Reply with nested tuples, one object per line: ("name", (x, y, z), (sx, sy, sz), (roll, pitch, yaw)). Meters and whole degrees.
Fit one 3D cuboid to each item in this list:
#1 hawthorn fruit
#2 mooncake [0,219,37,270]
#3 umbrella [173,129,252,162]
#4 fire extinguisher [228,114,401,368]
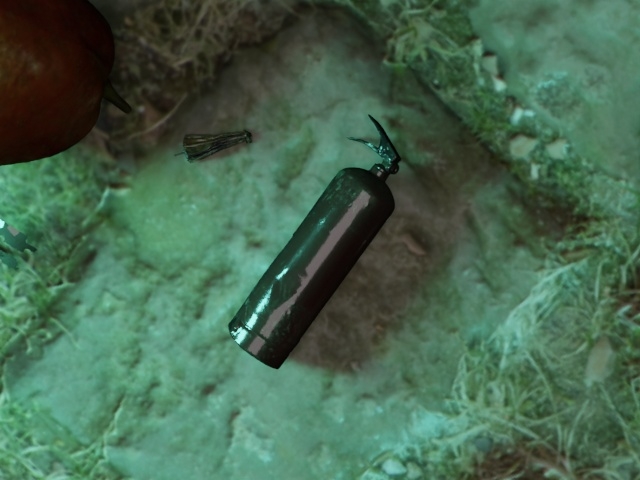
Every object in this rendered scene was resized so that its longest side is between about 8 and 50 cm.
("hawthorn fruit", (-0.307, -0.173, 1.673), (0.261, 0.224, 0.224), (7, 97, -25))
("mooncake", (-0.455, 0.074, 1.772), (0.150, 0.057, 0.347), (41, 101, -18))
("umbrella", (-0.111, -0.099, 1.770), (0.083, 0.020, 0.031), (-16, 58, 1))
("fire extinguisher", (0.000, 0.000, 1.761), (0.089, 0.072, 0.267), (39, 96, 31))
